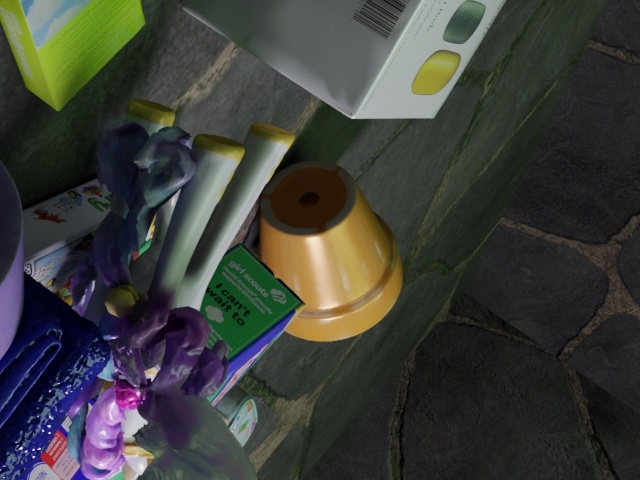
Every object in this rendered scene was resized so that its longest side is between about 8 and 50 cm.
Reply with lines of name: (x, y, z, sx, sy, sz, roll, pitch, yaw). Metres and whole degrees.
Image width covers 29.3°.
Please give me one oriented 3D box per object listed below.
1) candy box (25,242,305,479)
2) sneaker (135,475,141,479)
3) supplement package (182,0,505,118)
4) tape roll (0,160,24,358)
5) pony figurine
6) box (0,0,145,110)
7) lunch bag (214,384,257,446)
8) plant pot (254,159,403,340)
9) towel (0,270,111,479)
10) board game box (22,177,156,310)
candy box: (-0.200, 0.174, 1.408, 0.317, 0.122, 0.268, -39, 171, -48)
sneaker: (-0.219, 0.278, 1.624, 0.343, 0.146, 0.134, -48, 164, -28)
supplement package: (0.044, -0.248, 1.159, 0.199, 0.198, 0.263, -59, 165, 15)
tape roll: (-0.275, 0.012, 0.737, 0.189, 0.189, 0.080, -45, 162, -34)
pony figurine: (-0.150, 0.077, 0.993, 0.351, 0.303, 0.363, -37, 147, -77)
box: (-0.183, -0.183, 0.885, 0.109, 0.042, 0.178, -50, 165, -20)
lunch bag: (-0.214, 0.336, 1.853, 0.279, 0.108, 0.224, -50, 168, -15)
plant pot: (0.000, 0.000, 1.638, 0.205, 0.205, 0.188, -48, 150, -24)
towel: (-0.311, 0.128, 0.820, 0.308, 0.228, 0.076, -53, 159, -7)
board game box: (-0.251, 0.040, 1.158, 0.305, 0.053, 0.193, -34, 156, -55)
